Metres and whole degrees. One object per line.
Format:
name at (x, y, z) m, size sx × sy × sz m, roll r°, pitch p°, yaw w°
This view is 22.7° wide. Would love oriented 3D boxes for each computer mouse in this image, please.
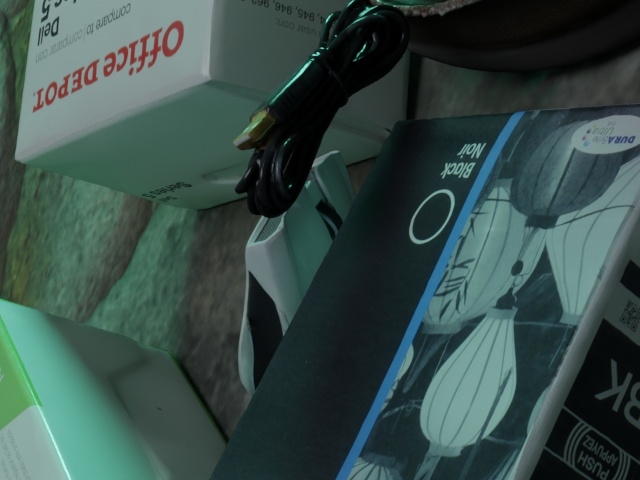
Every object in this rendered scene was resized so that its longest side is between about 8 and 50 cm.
computer mouse at (0.000, 0.000, 0.670) m, size 0.106 × 0.042 × 0.193 m, roll -56°, pitch -20°, yaw -38°

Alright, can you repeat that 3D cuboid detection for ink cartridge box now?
ink cartridge box at (-0.049, -0.171, 0.807) m, size 0.198 × 0.115 × 0.273 m, roll -15°, pitch 66°, yaw 54°
ink cartridge box at (-0.169, 0.234, 0.785) m, size 0.353 × 0.119 × 0.207 m, roll -60°, pitch 34°, yaw 14°
ink cartridge box at (0.021, 0.106, 0.549) m, size 0.165 × 0.065 × 0.332 m, roll 2°, pitch 61°, yaw 56°

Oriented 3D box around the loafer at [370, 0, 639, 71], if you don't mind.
loafer at (0.116, -0.168, 0.558) m, size 0.366 × 0.130 × 0.133 m, roll -20°, pitch 57°, yaw 51°
